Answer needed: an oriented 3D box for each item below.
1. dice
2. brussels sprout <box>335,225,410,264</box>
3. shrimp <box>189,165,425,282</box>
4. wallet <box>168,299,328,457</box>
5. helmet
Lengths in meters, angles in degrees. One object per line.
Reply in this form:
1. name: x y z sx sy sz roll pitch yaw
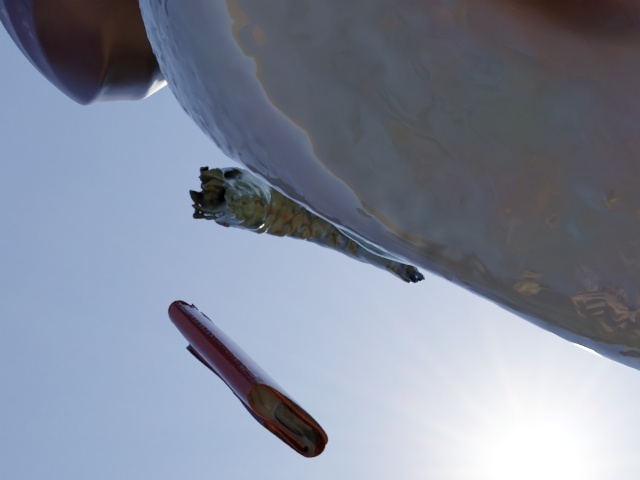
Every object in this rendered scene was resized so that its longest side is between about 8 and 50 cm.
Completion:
1. dice: 0.104 -0.107 0.404 0.243 0.259 0.251 -70 -15 13
2. brussels sprout: 0.088 -0.152 1.031 0.281 0.355 0.289 -55 -10 -54
3. shrimp: -0.009 -0.010 1.509 0.068 0.287 0.185 -64 -3 9
4. wallet: -0.086 0.153 1.410 0.045 0.204 0.142 -47 -50 -5
5. helmet: -0.287 -0.302 1.478 0.197 0.271 0.338 -37 -57 -5
